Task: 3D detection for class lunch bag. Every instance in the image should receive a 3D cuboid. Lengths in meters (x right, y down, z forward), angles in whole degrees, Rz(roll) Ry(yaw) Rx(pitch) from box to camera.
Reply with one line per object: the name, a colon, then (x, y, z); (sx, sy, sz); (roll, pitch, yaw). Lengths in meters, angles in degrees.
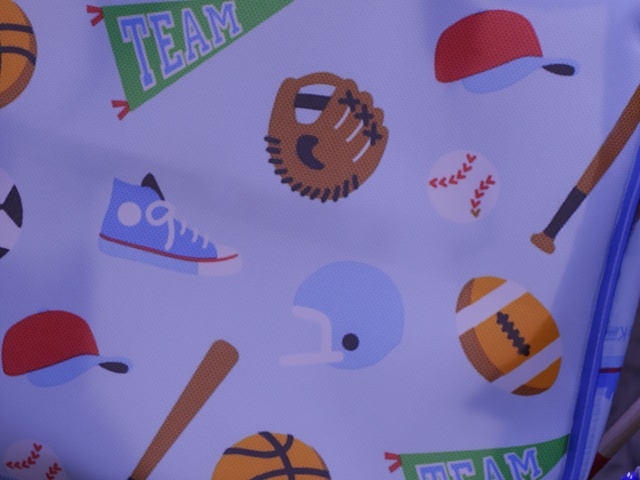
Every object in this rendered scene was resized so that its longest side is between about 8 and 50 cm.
lunch bag: (-0.028, -0.025, 0.515); (0.303, 0.115, 0.243); (12, 99, 6)

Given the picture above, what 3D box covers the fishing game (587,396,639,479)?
fishing game: (0.219, 0.104, 0.561); (0.264, 0.041, 0.189); (27, 121, -15)
